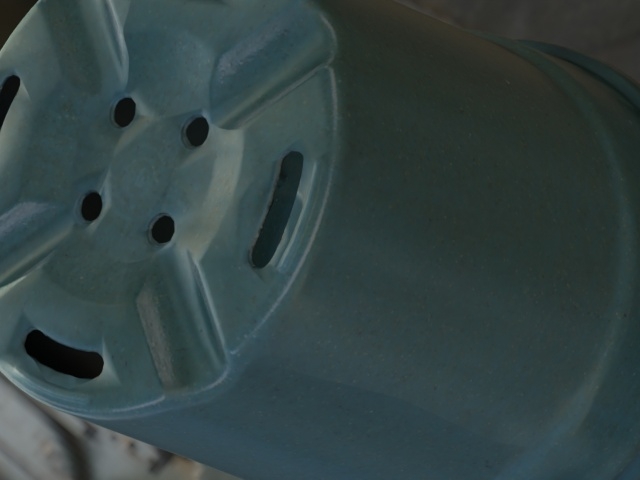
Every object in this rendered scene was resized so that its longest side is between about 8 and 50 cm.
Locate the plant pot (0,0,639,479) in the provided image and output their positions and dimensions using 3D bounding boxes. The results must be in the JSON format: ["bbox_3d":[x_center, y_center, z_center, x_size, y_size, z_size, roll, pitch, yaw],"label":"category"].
[{"bbox_3d":[0.000,0.000,1.103,0.341,0.341,0.334,33,-174,37],"label":"plant pot"}]
